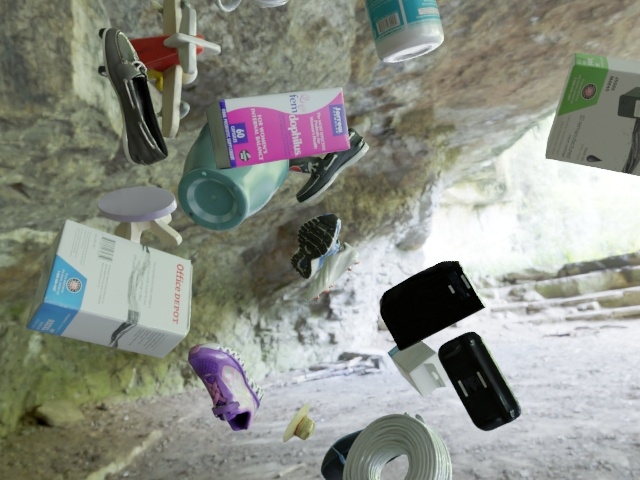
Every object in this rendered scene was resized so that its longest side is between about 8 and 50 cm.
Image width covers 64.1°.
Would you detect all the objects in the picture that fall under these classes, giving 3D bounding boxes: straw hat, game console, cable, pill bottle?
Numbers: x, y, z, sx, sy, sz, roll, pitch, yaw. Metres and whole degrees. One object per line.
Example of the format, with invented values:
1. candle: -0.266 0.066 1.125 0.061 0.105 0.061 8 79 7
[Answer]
1. straw hat: -0.052 0.591 1.617 0.061 0.144 0.144 29 9 22
2. game console: 0.286 0.234 1.105 0.213 0.361 0.044 -32 -15 20
3. cable: 0.171 0.525 1.158 0.257 0.089 0.257 -44 31 -4
4. pill bottle: 0.164 -0.530 1.090 0.146 0.263 0.146 -14 6 1

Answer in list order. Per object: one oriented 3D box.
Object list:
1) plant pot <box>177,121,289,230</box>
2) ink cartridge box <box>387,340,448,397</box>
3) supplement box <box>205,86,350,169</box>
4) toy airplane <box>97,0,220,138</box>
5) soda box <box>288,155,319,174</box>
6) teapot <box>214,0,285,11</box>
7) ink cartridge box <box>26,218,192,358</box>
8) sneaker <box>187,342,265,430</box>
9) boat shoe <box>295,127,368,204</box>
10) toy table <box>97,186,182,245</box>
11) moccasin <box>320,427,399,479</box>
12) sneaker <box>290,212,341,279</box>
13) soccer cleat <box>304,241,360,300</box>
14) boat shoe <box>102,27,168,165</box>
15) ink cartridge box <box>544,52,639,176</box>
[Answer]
1. plant pot: -0.243 -0.166 1.357 0.272 0.271 0.255 -12 31 19
2. ink cartridge box: 0.254 0.321 1.308 0.090 0.092 0.143 -35 21 -7
3. supplement box: -0.074 -0.196 0.898 0.220 0.111 0.114 -14 11 -22
4. toy airplane: -0.471 -0.575 1.613 0.386 0.384 0.272 -48 -19 15
5. soda box: -0.086 -0.272 1.820 0.169 0.060 0.053 6 -9 -3
6. teapot: -0.153 -0.724 1.388 0.256 0.252 0.187 6 -39 -14
7. ink cartridge box: -0.466 0.117 1.172 0.308 0.223 0.129 23 -50 -32
8. sneaker: -0.194 0.306 1.046 0.095 0.236 0.104 -14 36 21
9. boat shoe: 0.020 -0.242 1.674 0.302 0.091 0.114 -45 19 -9
10. toy table: -0.586 -0.065 1.684 0.275 0.160 0.252 15 41 28
11. moccasin: 0.127 0.659 1.577 0.342 0.138 0.117 -43 11 21
12. sneaker: 0.000 0.000 1.781 0.147 0.130 0.330 -38 -12 -34
13. soccer cleat: 0.022 0.087 1.411 0.196 0.076 0.068 -41 1 -14
14. boat shoe: -0.450 -0.355 1.272 0.096 0.334 0.112 -4 14 12
15. ink cartridge box: 0.616 -0.243 1.014 0.273 0.198 0.114 15 35 18
